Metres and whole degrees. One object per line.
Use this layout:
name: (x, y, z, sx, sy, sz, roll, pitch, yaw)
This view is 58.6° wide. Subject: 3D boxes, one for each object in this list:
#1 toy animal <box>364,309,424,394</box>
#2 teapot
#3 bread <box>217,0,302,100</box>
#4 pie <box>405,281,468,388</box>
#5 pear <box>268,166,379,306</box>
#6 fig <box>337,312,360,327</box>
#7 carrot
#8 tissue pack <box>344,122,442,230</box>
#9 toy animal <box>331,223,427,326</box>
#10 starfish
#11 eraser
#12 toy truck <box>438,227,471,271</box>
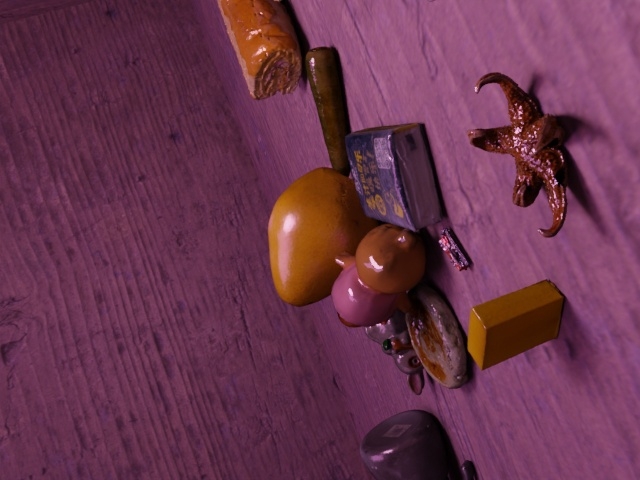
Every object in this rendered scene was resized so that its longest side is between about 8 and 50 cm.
toy animal: (0.214, 0.265, 1.433, 0.236, 0.138, 0.108, 48, 128, -3)
teapot: (0.290, 0.613, 1.512, 0.285, 0.305, 0.223, 64, -154, -2)
bread: (-0.175, -0.604, 1.568, 0.236, 0.165, 0.375, 107, 143, -68)
pie: (0.246, 0.205, 1.233, 0.240, 0.054, 0.241, 161, 90, -77)
pear: (-0.009, -0.010, 1.398, 0.285, 0.336, 0.285, 45, 175, 5)
fig: (0.127, 0.213, 1.780, 0.119, 0.153, 0.119, 21, -114, -58)
carrot: (0.028, -0.290, 1.383, 0.074, 0.074, 0.359, -124, 17, -52)
tissue pack: (0.134, -0.128, 1.115, 0.257, 0.081, 0.185, -149, 43, -73)
toy animal: (0.124, 0.066, 1.179, 0.195, 0.169, 0.281, 37, 130, 7)
starfish: (0.241, -0.099, 0.664, 0.146, 0.074, 0.190, 92, 156, -65)
eraser: (0.268, 0.117, 0.789, 0.045, 0.122, 0.097, -120, 15, -47)
toy truck: (0.237, 0.016, 1.016, 0.083, 0.024, 0.032, 62, 144, 30)
